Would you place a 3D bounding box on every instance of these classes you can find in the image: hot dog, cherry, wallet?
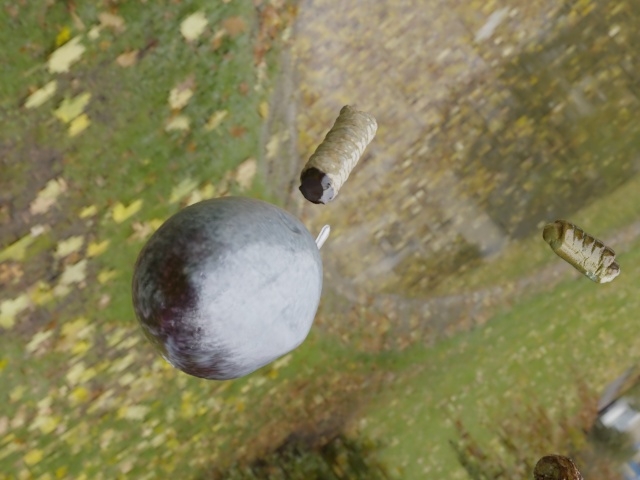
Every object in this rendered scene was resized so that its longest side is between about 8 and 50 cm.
[{"bbox_3d":[0.336,0.356,1.605,0.065,0.099,0.147,-10,152,8],"label":"hot dog"},{"bbox_3d":[-0.120,0.062,1.510,0.255,0.218,0.296,-37,154,6],"label":"cherry"},{"bbox_3d":[0.000,0.000,1.632,0.044,0.011,0.083,-58,178,-5],"label":"wallet"}]

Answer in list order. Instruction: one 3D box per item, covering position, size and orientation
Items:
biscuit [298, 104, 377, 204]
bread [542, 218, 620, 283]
[{"bbox_3d":[0.023,-0.117,1.489,0.055,0.061,0.219,-44,-173,33],"label":"biscuit"},{"bbox_3d":[0.263,0.008,1.151,0.034,0.088,0.049,-51,-173,28],"label":"bread"}]
